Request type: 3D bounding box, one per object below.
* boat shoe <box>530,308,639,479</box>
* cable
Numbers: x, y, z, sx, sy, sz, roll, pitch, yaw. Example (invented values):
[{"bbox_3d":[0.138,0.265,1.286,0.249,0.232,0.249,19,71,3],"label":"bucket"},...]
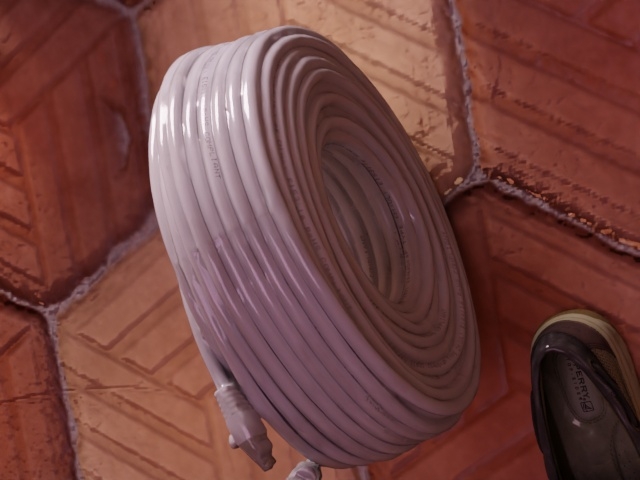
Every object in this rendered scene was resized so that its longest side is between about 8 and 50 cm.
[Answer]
[{"bbox_3d":[0.174,0.153,1.083,0.080,0.073,0.224,-20,92,28],"label":"boat shoe"},{"bbox_3d":[0.000,0.000,1.029,0.089,0.257,0.257,-24,90,22],"label":"cable"}]
